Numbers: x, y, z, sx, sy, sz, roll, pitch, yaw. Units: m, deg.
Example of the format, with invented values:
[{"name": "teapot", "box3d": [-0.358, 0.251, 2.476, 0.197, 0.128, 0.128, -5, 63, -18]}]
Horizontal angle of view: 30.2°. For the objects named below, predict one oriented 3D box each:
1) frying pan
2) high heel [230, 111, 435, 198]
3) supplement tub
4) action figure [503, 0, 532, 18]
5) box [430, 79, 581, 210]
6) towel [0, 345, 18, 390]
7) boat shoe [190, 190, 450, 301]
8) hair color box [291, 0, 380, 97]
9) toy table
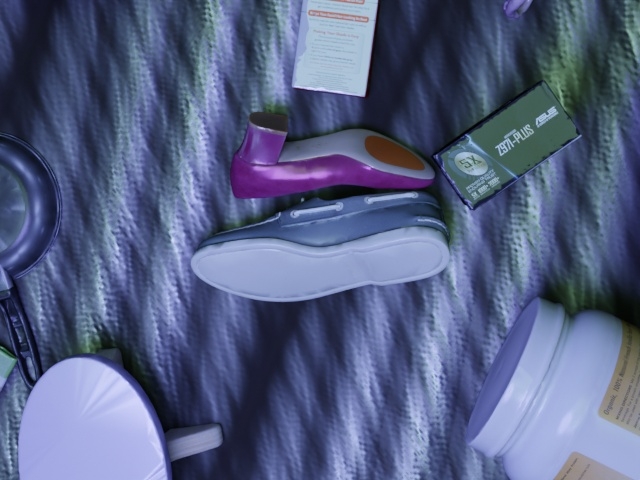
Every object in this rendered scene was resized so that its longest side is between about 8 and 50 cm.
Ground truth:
[{"name": "frying pan", "box3d": [-0.437, 0.023, 1.506, 0.197, 0.053, 0.326, 8, 92, 5]}, {"name": "high heel", "box3d": [0.012, -0.076, 1.457, 0.244, 0.082, 0.117, 10, 127, -10]}, {"name": "supplement tub", "box3d": [0.349, 0.218, 1.361, 0.316, 0.228, 0.228, 27, 96, 2]}, {"name": "action figure", "box3d": [0.316, -0.451, 1.306, 0.370, 0.248, 0.275, -25, 93, 9]}, {"name": "box", "box3d": [0.210, -0.109, 1.371, 0.147, 0.180, 0.077, -34, 91, 7]}, {"name": "towel", "box3d": [-0.467, 0.181, 1.521, 0.113, 0.023, 0.152, 34, 103, -1]}, {"name": "boat shoe", "box3d": [0.000, 0.000, 1.457, 0.320, 0.116, 0.099, -6, 51, 12]}, {"name": "hair color box", "box3d": [0.023, -0.262, 1.440, 0.093, 0.053, 0.167, 8, 96, 5]}, {"name": "toy table", "box3d": [-0.255, 0.264, 1.449, 0.252, 0.161, 0.274, 3, 95, 4]}]
